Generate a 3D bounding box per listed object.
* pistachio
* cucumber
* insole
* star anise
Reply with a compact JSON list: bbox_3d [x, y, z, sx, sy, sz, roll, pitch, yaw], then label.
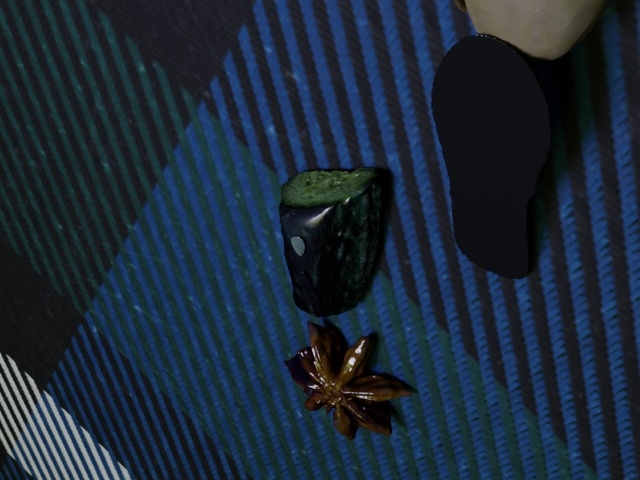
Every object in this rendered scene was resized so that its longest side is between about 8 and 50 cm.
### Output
[{"bbox_3d":[0.154,-0.220,0.796,0.206,0.131,0.129,102,158,-49],"label":"pistachio"},{"bbox_3d":[0.000,0.000,1.159,0.115,0.086,0.193,25,142,21],"label":"cucumber"},{"bbox_3d":[0.146,-0.061,0.960,0.109,0.007,0.322,25,153,24],"label":"insole"},{"bbox_3d":[0.026,0.164,1.285,0.168,0.057,0.168,24,137,25],"label":"star anise"}]
